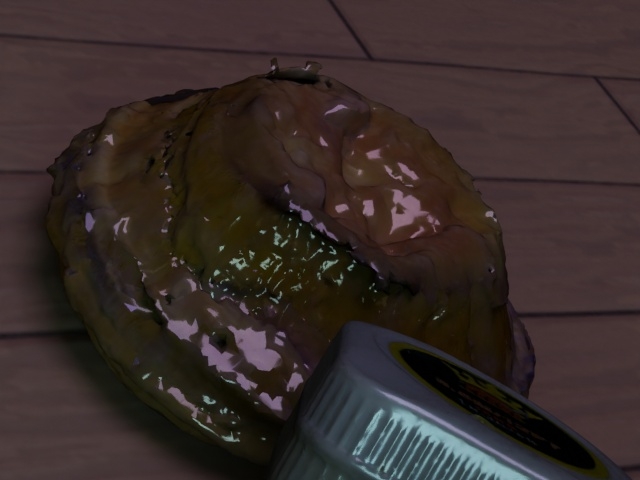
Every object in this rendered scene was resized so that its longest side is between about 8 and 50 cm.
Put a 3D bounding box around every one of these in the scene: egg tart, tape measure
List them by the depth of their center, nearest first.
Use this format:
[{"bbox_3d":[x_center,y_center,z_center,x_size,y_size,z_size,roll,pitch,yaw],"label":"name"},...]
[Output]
[{"bbox_3d":[0.088,0.144,1.001,0.235,0.115,0.207,30,5,-2],"label":"tape measure"},{"bbox_3d":[0.000,0.000,1.213,0.352,0.150,0.352,22,36,-17],"label":"egg tart"}]
